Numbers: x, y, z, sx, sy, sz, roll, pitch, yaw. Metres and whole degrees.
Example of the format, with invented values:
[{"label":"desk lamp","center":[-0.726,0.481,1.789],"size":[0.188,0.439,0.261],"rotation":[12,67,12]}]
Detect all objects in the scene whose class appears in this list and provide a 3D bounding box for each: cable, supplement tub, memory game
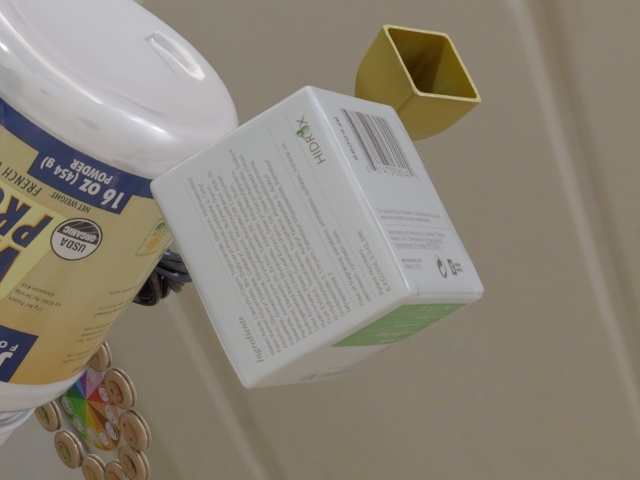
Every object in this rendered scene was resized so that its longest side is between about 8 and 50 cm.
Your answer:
[{"label":"cable","center":[-0.187,0.009,1.522],"size":[0.184,0.150,0.047],"rotation":[-27,42,58]},{"label":"supplement tub","center":[-0.229,-0.020,1.312],"size":[0.316,0.228,0.228],"rotation":[-54,31,23]},{"label":"memory game","center":[-0.207,0.141,1.571],"size":[0.012,0.186,0.186],"rotation":[-26,34,-36]}]

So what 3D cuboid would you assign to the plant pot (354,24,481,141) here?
[{"label":"plant pot","center":[0.077,-0.132,1.618],"size":[0.081,0.083,0.081],"rotation":[3,52,-40]}]

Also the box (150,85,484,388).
[{"label":"box","center":[0.000,0.000,0.781],"size":[0.087,0.101,0.102],"rotation":[-29,78,20]}]
